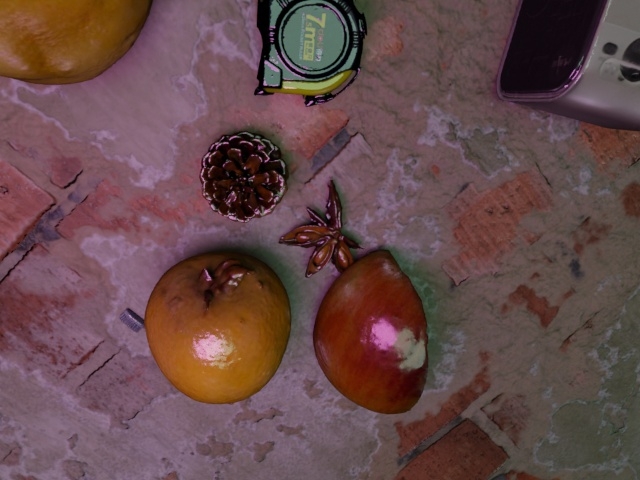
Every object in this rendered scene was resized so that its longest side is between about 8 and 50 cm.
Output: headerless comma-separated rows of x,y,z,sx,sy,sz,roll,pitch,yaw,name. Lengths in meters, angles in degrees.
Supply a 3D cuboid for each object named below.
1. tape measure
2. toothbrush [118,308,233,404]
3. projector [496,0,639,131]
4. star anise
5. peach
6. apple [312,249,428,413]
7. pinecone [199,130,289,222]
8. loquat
-0.018,-0.334,0.753,0.186,0.112,0.199,4,113,-3,tape measure
-0.299,0.258,0.950,0.031,0.023,0.321,-40,109,13,toothbrush
0.494,-0.337,0.756,0.249,0.248,0.248,10,106,-12,projector
0.001,0.002,0.894,0.157,0.053,0.212,-27,114,-4,star anise
-0.400,-0.378,0.585,0.315,0.314,0.281,-21,75,0,peach
0.107,0.206,0.917,0.254,0.179,0.346,13,114,20,apple
-0.135,-0.106,0.779,0.163,0.165,0.163,-2,113,-5,pinecone
-0.179,0.145,0.806,0.275,0.275,0.275,-3,109,-8,loquat
